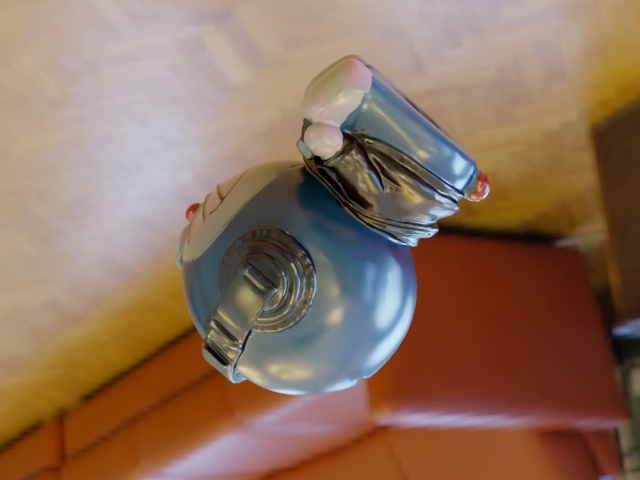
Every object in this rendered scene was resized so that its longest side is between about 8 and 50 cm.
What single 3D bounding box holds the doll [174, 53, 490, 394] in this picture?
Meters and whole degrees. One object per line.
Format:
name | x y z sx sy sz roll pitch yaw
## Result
doll | 0.000 0.000 1.597 0.310 0.240 0.284 -50 171 8
